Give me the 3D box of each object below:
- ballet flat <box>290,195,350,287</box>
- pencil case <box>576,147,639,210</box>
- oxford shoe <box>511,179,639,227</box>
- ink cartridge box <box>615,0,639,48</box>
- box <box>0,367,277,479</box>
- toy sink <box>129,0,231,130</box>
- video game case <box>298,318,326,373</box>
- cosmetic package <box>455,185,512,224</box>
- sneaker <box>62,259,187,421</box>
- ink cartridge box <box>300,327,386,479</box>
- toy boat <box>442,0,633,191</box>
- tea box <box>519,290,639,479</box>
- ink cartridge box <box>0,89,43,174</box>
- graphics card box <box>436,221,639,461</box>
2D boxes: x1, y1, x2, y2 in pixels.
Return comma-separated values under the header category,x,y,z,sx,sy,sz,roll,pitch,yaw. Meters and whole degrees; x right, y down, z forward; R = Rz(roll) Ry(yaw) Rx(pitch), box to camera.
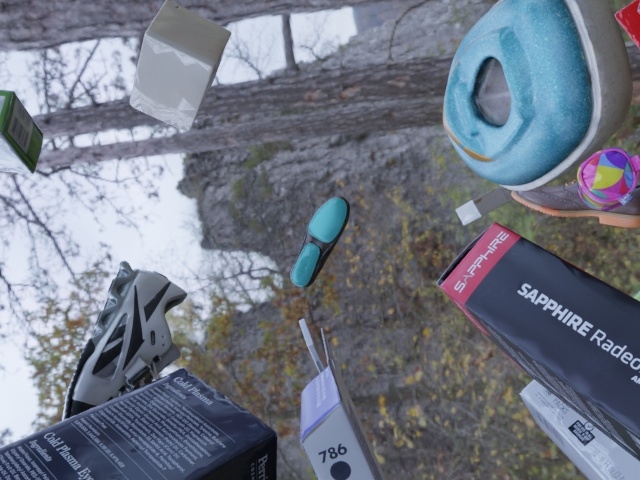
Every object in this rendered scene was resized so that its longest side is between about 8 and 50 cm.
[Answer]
category,x,y,z,sx,sy,sz,roll,pitch,yaw
ballet flat,0.000,0.000,1.699,0.280,0.095,0.096,-60,-12,13
pencil case,0.527,-0.107,1.135,0.236,0.104,0.104,0,-98,-70
oxford shoe,0.735,-0.136,1.759,0.130,0.364,0.132,-44,-39,-61
ink cartridge box,0.488,-0.282,0.743,0.134,0.231,0.078,45,-129,-10
box,-0.216,0.363,0.640,0.313,0.179,0.343,-19,-61,-43
toy sink,-0.312,-0.382,1.373,0.234,0.153,0.131,-51,19,54
video game case,-0.002,0.196,1.000,0.087,0.011,0.122,-121,8,-68
cosmetic package,0.355,-0.078,1.341,0.060,0.115,0.041,-35,82,55
sneaker,-0.307,0.198,0.995,0.122,0.146,0.330,128,159,-62
ink cartridge box,0.042,0.276,0.713,0.165,0.065,0.332,-108,-4,-87
toy boat,0.169,-0.204,0.637,0.267,0.148,0.318,125,131,-77
tea box,0.553,0.280,0.940,0.329,0.323,0.220,49,180,43
ink cartridge box,-0.461,-0.138,0.743,0.109,0.209,0.062,106,168,-70
graphics card box,0.291,0.142,0.522,0.233,0.094,0.371,41,-179,-39
